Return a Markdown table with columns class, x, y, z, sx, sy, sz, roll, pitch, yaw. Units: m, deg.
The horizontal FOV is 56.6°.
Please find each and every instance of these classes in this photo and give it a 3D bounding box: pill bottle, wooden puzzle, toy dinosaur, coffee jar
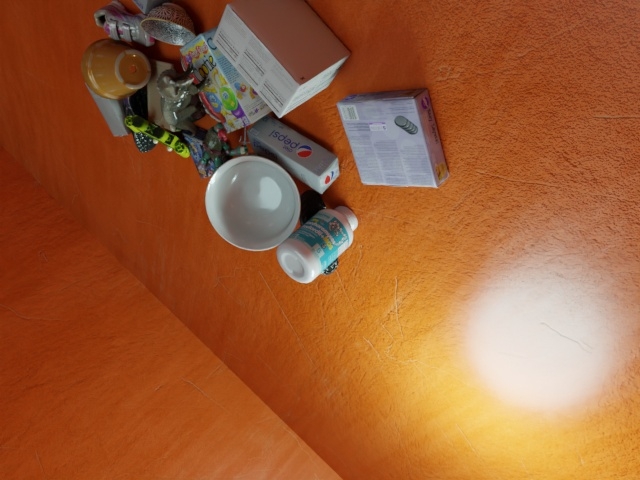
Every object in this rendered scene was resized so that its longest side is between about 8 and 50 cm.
| class | x | y | z | sx | sy | sz | roll | pitch | yaw |
| --- | --- | --- | --- | --- | --- | --- | --- | --- | --- |
| pill bottle | 0.000 | 0.000 | 1.812 | 0.146 | 0.264 | 0.146 | 29 | 141 | 26 |
| wooden puzzle | -0.540 | -0.501 | 2.038 | 0.239 | 0.044 | 0.220 | 30 | 123 | 49 |
| toy dinosaur | -0.405 | -0.404 | 1.705 | 0.121 | 0.160 | 0.313 | 47 | 149 | 7 |
| coffee jar | -0.482 | -0.444 | 2.079 | 0.184 | 0.079 | 0.096 | -12 | 110 | 53 |

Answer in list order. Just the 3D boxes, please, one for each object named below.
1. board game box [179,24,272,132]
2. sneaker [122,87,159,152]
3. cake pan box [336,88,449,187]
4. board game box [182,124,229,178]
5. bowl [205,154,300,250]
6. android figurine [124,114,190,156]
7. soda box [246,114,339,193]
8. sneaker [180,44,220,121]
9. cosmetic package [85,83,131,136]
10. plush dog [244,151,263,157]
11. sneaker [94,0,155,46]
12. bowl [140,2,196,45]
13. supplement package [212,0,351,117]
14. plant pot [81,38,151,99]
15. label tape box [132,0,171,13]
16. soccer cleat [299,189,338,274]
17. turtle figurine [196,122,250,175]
| class | x | y | z | sx | sy | sz | roll | pitch | yaw |
| --- | --- | --- | --- | --- | --- | --- | --- | --- | --- |
| board game box | -0.258 | -0.478 | 1.736 | 0.142 | 0.144 | 0.275 | -5 | 119 | 51 |
| sneaker | -0.699 | -0.481 | 2.293 | 0.124 | 0.107 | 0.283 | 40 | 142 | 34 |
| cake pan box | 0.180 | -0.258 | 1.530 | 0.267 | 0.070 | 0.245 | 7 | 126 | 45 |
| board game box | -0.396 | -0.296 | 2.149 | 0.194 | 0.060 | 0.194 | 27 | 142 | 29 |
| bowl | -0.194 | -0.128 | 1.839 | 0.298 | 0.134 | 0.297 | 3 | 110 | 9 |
| android figurine | -0.587 | -0.380 | 2.173 | 0.248 | 0.056 | 0.273 | 28 | 178 | 2 |
| soda box | -0.082 | -0.261 | 1.782 | 0.286 | 0.091 | 0.098 | 34 | 160 | 20 |
| sneaker | -0.341 | -0.478 | 1.831 | 0.279 | 0.107 | 0.118 | 52 | 171 | -6 |
| cosmetic package | -0.804 | -0.535 | 2.336 | 0.127 | 0.107 | 0.237 | 9 | 133 | 44 |
| plush dog | -0.244 | -0.151 | 2.036 | 0.262 | 0.211 | 0.225 | 59 | 171 | -13 |
| sneaker | -0.655 | -0.707 | 1.982 | 0.252 | 0.111 | 0.103 | 31 | 142 | 24 |
| bowl | -0.451 | -0.664 | 1.799 | 0.170 | 0.170 | 0.080 | 3 | 82 | 47 |
| supplement package | -0.097 | -0.484 | 1.492 | 0.262 | 0.204 | 0.145 | 49 | 147 | -1 |
| plant pot | -0.675 | -0.580 | 2.017 | 0.188 | 0.205 | 0.205 | 18 | 136 | 46 |
| label tape box | -0.554 | -0.816 | 1.761 | 0.249 | 0.115 | 0.348 | 48 | 145 | 1 |
| soccer cleat | -0.030 | -0.029 | 1.969 | 0.116 | 0.109 | 0.318 | 25 | 141 | 47 |
| turtle figurine | -0.332 | -0.314 | 1.950 | 0.175 | 0.118 | 0.234 | 51 | 132 | 28 |
